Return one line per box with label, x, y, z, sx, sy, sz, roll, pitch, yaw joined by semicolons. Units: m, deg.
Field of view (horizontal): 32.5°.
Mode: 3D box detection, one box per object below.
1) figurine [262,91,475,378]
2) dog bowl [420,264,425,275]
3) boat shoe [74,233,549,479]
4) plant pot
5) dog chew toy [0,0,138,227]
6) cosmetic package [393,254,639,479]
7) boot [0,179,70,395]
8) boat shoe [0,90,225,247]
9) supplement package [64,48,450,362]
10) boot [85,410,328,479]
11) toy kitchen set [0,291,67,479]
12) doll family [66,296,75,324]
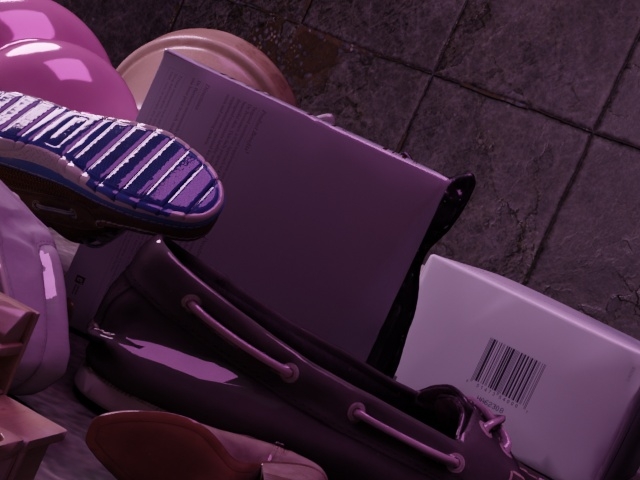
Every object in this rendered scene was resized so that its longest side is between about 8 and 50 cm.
figurine;0.000;0.000;0.938;0.215;0.209;0.092;24;4;-1
dog bowl;0.024;0.048;1.210;0.265;0.104;0.265;24;4;-2
boat shoe;0.029;0.099;0.629;0.335;0.095;0.112;23;4;-14
plant pot;-0.171;-0.107;1.304;0.263;0.263;0.229;25;21;4
dog chew toy;-0.249;-0.104;0.835;0.207;0.206;0.332;21;5;-43
cosmetic package;0.210;0.127;1.064;0.224;0.138;0.225;26;3;25
boot;-0.214;-0.027;0.562;0.123;0.095;0.258;32;25;-57
boat shoe;-0.135;-0.035;0.660;0.183;0.066;0.066;23;45;23
supplement package;-0.042;0.002;0.771;0.203;0.194;0.149;25;5;4
boot;-0.051;0.106;0.524;0.118;0.042;0.087;25;-2;-5
toy kitchen set;-0.143;0.054;0.405;0.083;0.068;0.075;25;4;15
doll family;-0.235;-0.005;0.656;0.193;0.076;0.111;21;6;31
